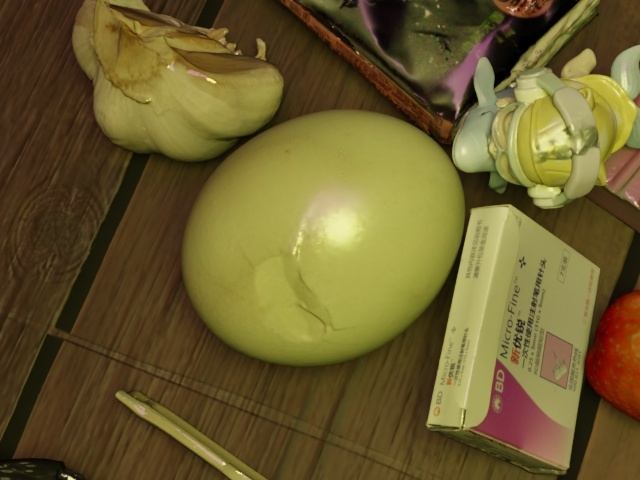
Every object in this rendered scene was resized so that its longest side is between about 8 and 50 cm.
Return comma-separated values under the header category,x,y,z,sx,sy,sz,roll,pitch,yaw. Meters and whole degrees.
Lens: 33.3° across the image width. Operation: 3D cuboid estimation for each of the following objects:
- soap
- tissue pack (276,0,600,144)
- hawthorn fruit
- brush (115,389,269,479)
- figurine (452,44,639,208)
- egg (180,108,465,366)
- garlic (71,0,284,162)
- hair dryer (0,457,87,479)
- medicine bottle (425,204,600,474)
category,x,y,z,sx,sy,sz,roll,pitch,yaw
soap,0.338,-0.110,1.031,0.122,0.065,0.203,39,80,17
tissue pack,0.092,-0.278,1.080,0.245,0.123,0.332,-43,73,-10
hawthorn fruit,0.304,0.100,0.938,0.138,0.133,0.132,7,73,18
brush,-0.058,0.237,0.970,0.321,0.060,0.050,32,89,14
figurine,0.206,-0.101,0.930,0.209,0.184,0.128,-18,108,-15
egg,0.000,0.000,0.947,0.269,0.219,0.219,-29,69,31
garlic,-0.145,-0.150,1.063,0.229,0.178,0.142,27,109,31
hair dryer,-0.246,0.380,0.944,0.304,0.120,0.359,16,85,-4
medicine bottle,0.171,0.090,0.938,0.052,0.171,0.201,-2,66,44
